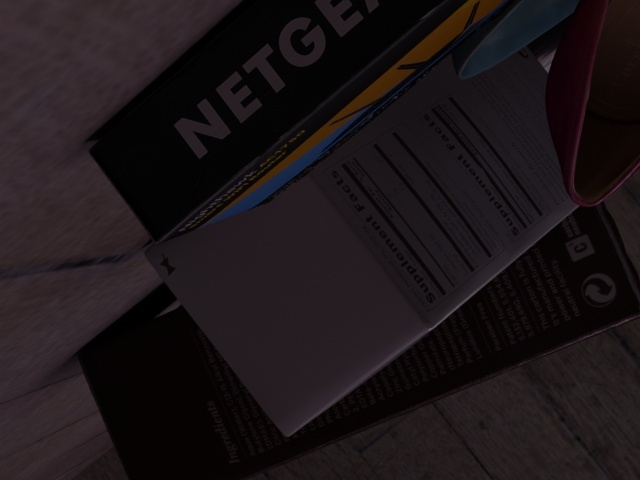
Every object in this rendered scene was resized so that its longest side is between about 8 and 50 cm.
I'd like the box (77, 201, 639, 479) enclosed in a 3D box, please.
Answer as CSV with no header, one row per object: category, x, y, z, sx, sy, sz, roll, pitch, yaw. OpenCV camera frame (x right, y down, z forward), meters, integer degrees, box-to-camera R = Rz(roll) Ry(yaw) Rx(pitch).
box,0.037,0.061,1.133,0.381,0.143,0.191,-25,177,9

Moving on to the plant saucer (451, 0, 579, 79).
plant saucer,0.181,-0.195,0.759,0.317,0.044,0.317,-38,177,-2

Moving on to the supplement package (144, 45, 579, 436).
supplement package,0.043,-0.018,0.892,0.139,0.134,0.244,-42,175,42

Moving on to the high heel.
high heel,0.141,-0.117,0.539,0.244,0.082,0.117,121,-11,-54

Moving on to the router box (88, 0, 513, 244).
router box,0.014,-0.076,0.561,0.179,0.046,0.133,-39,176,18

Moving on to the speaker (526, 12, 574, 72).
speaker,0.141,-0.137,1.008,0.136,0.055,0.055,-38,177,3
